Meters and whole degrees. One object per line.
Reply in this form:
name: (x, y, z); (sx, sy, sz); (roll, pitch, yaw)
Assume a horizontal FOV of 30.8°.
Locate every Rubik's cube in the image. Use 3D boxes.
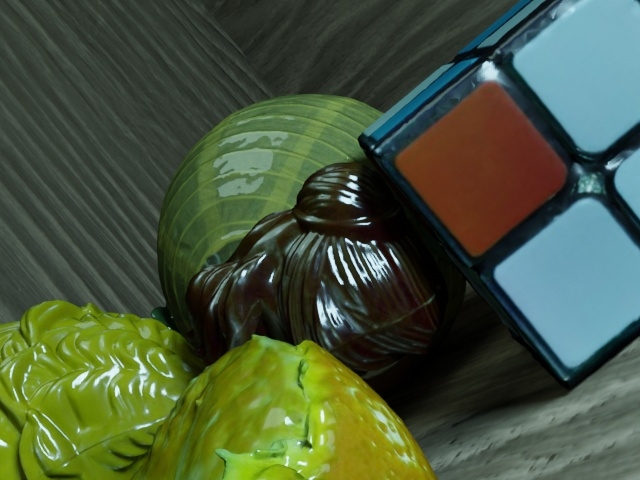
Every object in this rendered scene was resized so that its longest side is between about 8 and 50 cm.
Rubik's cube: (0.141, -0.044, 0.707); (0.167, 0.180, 0.183); (-40, 8, 3)

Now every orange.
orange: (-0.037, 0.152, 0.420); (0.179, 0.158, 0.237); (-40, 3, 29)

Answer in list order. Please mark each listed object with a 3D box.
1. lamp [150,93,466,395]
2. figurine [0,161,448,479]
lamp: (0.000, 0.000, 0.927); (0.250, 0.250, 0.284); (-36, 4, 27)
figurine: (-0.065, 0.080, 0.735); (0.315, 0.168, 0.187); (-22, -17, 24)
